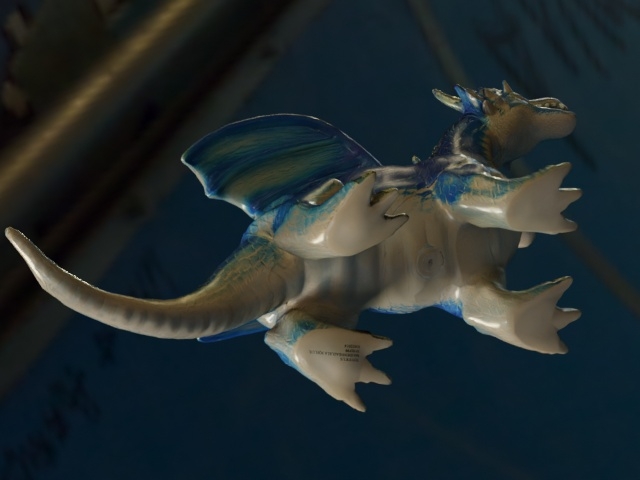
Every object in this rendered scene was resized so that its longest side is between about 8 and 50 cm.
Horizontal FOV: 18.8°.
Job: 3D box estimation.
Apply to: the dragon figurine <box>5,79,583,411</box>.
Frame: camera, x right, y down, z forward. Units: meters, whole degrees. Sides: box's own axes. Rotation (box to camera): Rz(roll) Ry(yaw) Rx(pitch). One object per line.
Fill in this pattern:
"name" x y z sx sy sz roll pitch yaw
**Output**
"dragon figurine" 0.000 0.000 0.734 0.289 0.085 0.144 -12 -163 -30
